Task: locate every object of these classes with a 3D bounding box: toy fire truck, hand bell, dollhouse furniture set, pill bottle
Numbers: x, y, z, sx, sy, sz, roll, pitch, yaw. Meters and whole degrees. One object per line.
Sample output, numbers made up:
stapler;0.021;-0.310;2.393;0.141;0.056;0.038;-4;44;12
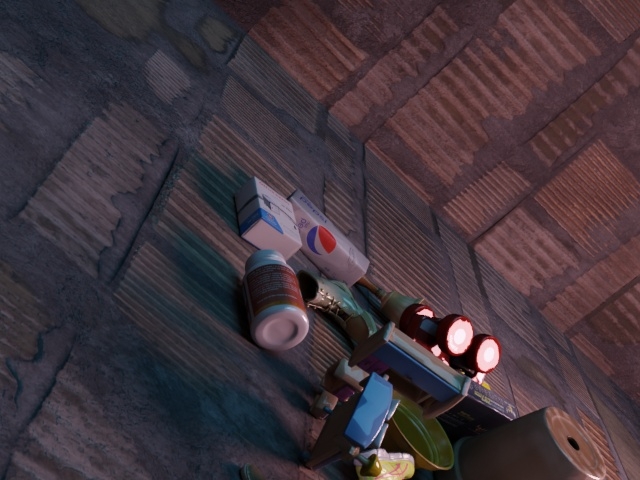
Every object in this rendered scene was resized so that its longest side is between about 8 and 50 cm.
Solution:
toy fire truck;0.292;0.314;2.171;0.302;0.254;0.169;34;-12;-36
hand bell;0.153;0.140;2.430;0.242;0.126;0.126;37;17;10
dollhouse furniture set;0.100;0.360;1.654;0.198;0.286;0.303;37;49;-7
pill bottle;-0.101;0.119;1.846;0.121;0.121;0.216;35;23;-33

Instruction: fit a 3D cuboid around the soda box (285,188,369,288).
soda box;0.000;0.000;2.347;0.286;0.091;0.098;45;19;-5

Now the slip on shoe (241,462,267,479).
slip on shoe;-0.079;0.416;1.424;0.135;0.041;0.051;56;21;24

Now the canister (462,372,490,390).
canister;0.401;0.402;2.441;0.170;0.073;0.126;40;20;-23

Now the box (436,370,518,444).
box;0.323;0.401;2.060;0.233;0.183;0.059;33;40;-34

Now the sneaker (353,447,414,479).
sneaker;0.126;0.467;1.733;0.208;0.081;0.094;26;49;-53

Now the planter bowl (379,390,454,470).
planter bowl;0.183;0.425;1.895;0.217;0.090;0.217;40;20;-18

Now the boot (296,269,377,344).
boot;0.036;0.164;2.123;0.165;0.077;0.213;25;24;-49

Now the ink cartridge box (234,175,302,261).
ink cartridge box;-0.133;-0.052;2.183;0.139;0.082;0.190;35;24;-31

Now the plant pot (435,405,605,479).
plant pot;0.466;0.525;1.959;0.323;0.280;0.323;34;25;-19
